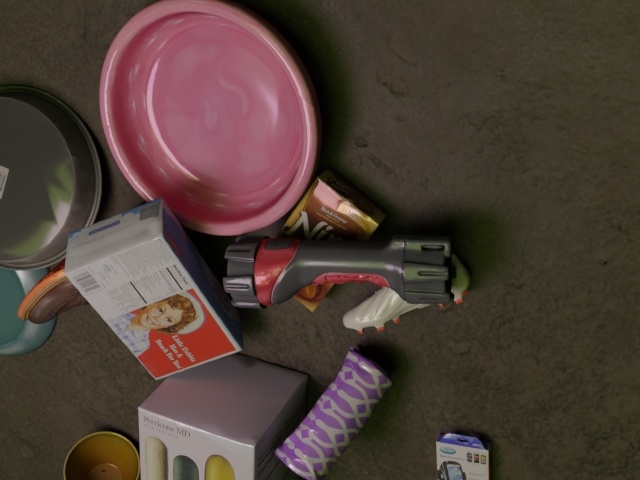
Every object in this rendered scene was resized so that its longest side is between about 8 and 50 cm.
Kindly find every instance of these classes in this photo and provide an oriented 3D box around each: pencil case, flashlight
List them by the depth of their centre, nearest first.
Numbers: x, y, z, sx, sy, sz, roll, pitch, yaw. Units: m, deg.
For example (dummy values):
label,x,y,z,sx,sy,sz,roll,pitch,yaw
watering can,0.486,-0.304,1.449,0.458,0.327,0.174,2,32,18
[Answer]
label,x,y,z,sx,sy,sz,roll,pitch,yaw
flashlight,0.026,0.046,1.105,0.303,0.103,0.103,2,78,16
pencil case,0.019,0.253,1.211,0.088,0.206,0.086,30,169,43

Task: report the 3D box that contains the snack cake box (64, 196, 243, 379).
label,x,y,z,sx,sy,sz,roll,pitch,yaw
snack cake box,-0.236,0.078,1.213,0.152,0.089,0.264,-21,131,7

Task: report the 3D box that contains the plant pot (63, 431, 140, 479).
label,x,y,z,sx,sy,sz,roll,pitch,yaw
plant pot,-0.399,0.432,1.522,0.134,0.134,0.095,30,148,8

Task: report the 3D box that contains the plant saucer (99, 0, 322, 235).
label,x,y,z,sx,sy,sz,roll,pitch,yaw
plant saucer,-0.145,-0.172,1.143,0.332,0.084,0.332,10,116,20

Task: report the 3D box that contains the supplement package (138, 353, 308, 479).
label,x,y,z,sx,sy,sz,roll,pitch,yaw
supplement package,-0.153,0.344,1.318,0.199,0.198,0.263,14,118,18

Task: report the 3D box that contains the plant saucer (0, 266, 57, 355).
label,x,y,z,sx,sy,sz,roll,pitch,yaw
plant saucer,-0.617,0.078,1.491,0.317,0.044,0.318,9,116,19

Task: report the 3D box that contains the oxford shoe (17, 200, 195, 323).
label,x,y,z,sx,sy,sz,roll,pitch,yaw
oxford shoe,-0.347,0.069,1.321,0.363,0.130,0.133,-30,105,31

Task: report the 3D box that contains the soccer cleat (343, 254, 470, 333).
label,x,y,z,sx,sy,sz,roll,pitch,yaw
soccer cleat,0.114,0.070,1.157,0.196,0.068,0.076,-22,98,23

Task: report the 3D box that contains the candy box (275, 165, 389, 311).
label,x,y,z,sx,sy,sz,roll,pitch,yaw
candy box,0.000,0.000,1.178,0.109,0.053,0.187,38,121,4

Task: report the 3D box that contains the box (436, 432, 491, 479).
label,x,y,z,sx,sy,sz,roll,pitch,yaw
box,0.219,0.349,1.260,0.081,0.028,0.136,5,113,22

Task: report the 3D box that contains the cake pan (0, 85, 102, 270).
label,x,y,z,sx,sy,sz,roll,pitch,yaw
cake pan,-0.486,-0.094,1.288,0.293,0.054,0.293,1,96,12
